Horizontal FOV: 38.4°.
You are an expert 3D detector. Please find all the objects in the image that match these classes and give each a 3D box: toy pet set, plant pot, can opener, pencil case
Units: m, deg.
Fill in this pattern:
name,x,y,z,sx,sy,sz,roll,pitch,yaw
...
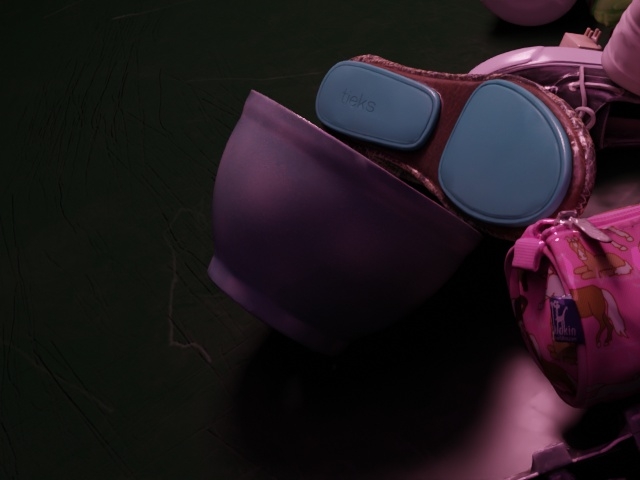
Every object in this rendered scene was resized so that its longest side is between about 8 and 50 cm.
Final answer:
name,x,y,z,sx,sy,sz,roll,pitch,yaw
toy pet set,0.362,-0.223,1.195,0.114,0.065,0.122,1,37,-23
plant pot,0.000,0.000,0.988,0.293,0.293,0.196,36,95,46
can opener,0.293,0.184,0.786,0.283,0.076,0.095,-20,72,6
pencil case,0.364,0.020,0.800,0.386,0.167,0.160,-16,59,-3

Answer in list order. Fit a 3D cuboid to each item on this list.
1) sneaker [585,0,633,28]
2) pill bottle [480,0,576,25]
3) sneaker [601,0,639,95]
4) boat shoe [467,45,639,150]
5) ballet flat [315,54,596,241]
name,x,y,z,sx,sy,sz,roll,pitch,yaw
sneaker,0.431,-0.456,1.251,0.185,0.202,0.483,-48,6,49
pill bottle,0.337,-0.465,1.371,0.161,0.161,0.283,3,47,30
sneaker,0.452,-0.189,0.943,0.292,0.169,0.108,23,63,11
boat shoe,0.317,-0.152,1.088,0.306,0.113,0.105,7,54,12
ballet flat,0.177,-0.109,1.053,0.483,0.182,0.164,33,102,54
